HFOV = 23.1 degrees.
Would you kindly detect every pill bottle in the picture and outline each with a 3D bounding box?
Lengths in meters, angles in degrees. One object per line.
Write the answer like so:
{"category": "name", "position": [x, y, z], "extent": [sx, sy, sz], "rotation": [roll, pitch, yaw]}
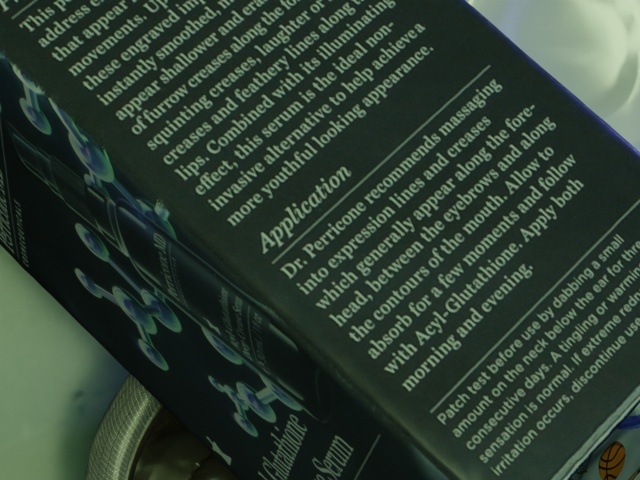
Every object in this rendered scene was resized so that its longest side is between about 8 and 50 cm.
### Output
{"category": "pill bottle", "position": [0.119, -0.114, 1.071], "extent": [0.161, 0.283, 0.161], "rotation": [0, 89, -14]}

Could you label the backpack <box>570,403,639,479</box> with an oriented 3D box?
{"category": "backpack", "position": [0.286, 0.097, 1.134], "extent": [0.213, 0.276, 0.263], "rotation": [31, 89, -7]}

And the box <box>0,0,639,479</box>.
{"category": "box", "position": [0.000, 0.000, 0.919], "extent": [0.395, 0.293, 0.212], "rotation": [43, 68, 12]}

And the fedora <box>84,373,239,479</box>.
{"category": "fedora", "position": [-0.043, 0.161, 1.111], "extent": [0.275, 0.124, 0.244], "rotation": [-44, 101, -16]}
